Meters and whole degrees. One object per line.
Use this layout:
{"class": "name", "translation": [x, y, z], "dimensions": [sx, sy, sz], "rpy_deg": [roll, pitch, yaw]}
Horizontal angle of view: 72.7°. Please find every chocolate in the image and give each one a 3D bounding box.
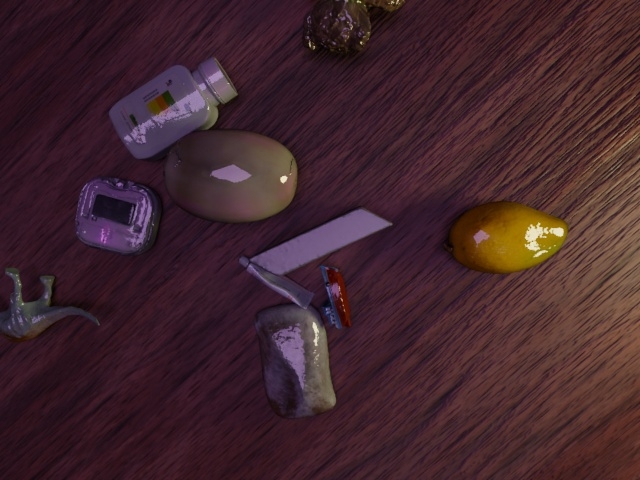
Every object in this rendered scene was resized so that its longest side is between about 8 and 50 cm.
{"class": "chocolate", "translation": [-0.070, 0.316, 1.117], "dimensions": [0.185, 0.100, 0.303], "rpy_deg": [-10, 91, 7]}

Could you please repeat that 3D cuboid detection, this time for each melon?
{"class": "melon", "translation": [-0.212, -0.151, 1.023], "dimensions": [0.317, 0.223, 0.223], "rpy_deg": [5, 95, 3]}

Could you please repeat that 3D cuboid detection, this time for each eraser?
{"class": "eraser", "translation": [0.000, 0.001, 1.078], "dimensions": [0.352, 0.111, 0.077], "rpy_deg": [-24, 95, 4]}

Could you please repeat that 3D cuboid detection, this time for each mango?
{"class": "mango", "translation": [0.450, -0.008, 1.055], "dimensions": [0.317, 0.119, 0.176], "rpy_deg": [-2, 92, -5]}

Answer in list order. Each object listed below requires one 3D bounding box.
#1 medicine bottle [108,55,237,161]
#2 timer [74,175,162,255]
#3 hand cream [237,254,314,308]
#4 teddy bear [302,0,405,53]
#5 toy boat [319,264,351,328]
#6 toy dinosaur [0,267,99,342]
{"class": "medicine bottle", "translation": [-0.356, -0.329, 1.075], "dimensions": [0.296, 0.111, 0.161], "rpy_deg": [-29, 92, 4]}
{"class": "timer", "translation": [-0.526, -0.063, 1.126], "dimensions": [0.208, 0.069, 0.191], "rpy_deg": [12, 92, 3]}
{"class": "hand cream", "translation": [-0.117, 0.101, 1.127], "dimensions": [0.216, 0.038, 0.052], "rpy_deg": [32, 74, 2]}
{"class": "teddy bear", "translation": [0.084, -0.595, 1.023], "dimensions": [0.246, 0.222, 0.296], "rpy_deg": [19, 52, 8]}
{"class": "toy boat", "translation": [0.033, 0.143, 1.108], "dimensions": [0.059, 0.069, 0.173], "rpy_deg": [-10, 100, 17]}
{"class": "toy dinosaur", "translation": [-0.749, 0.179, 1.144], "dimensions": [0.393, 0.092, 0.205], "rpy_deg": [10, 95, 1]}
